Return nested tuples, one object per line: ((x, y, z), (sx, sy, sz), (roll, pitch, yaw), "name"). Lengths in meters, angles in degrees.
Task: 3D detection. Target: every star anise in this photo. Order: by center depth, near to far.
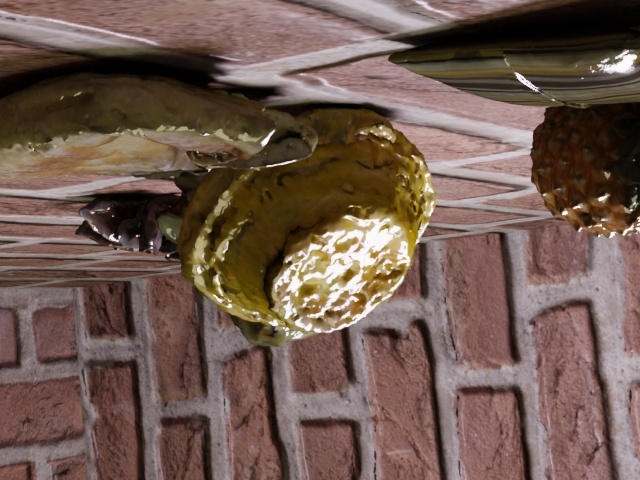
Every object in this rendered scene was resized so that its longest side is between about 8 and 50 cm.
((-0.218, -0.019, 2.130), (0.231, 0.089, 0.209), (2, -174, -15), "star anise")

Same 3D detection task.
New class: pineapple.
((0.307, -0.070, 1.389), (0.169, 0.169, 0.340), (-4, -175, -11), "pineapple")

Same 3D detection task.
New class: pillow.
((0.196, -0.138, 1.268), (0.208, 0.052, 0.212), (-1, 178, 33), "pillow")

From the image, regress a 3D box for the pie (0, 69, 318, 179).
((-0.166, -0.094, 1.360), (0.337, 0.075, 0.337), (-1, 178, 0), "pie")

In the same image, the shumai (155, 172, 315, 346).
((-0.060, -0.019, 1.791), (0.218, 0.256, 0.189), (28, -147, 26), "shumai")

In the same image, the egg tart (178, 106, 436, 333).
((0.000, 0.000, 1.585), (0.294, 0.123, 0.294), (-18, 139, -16), "egg tart")
